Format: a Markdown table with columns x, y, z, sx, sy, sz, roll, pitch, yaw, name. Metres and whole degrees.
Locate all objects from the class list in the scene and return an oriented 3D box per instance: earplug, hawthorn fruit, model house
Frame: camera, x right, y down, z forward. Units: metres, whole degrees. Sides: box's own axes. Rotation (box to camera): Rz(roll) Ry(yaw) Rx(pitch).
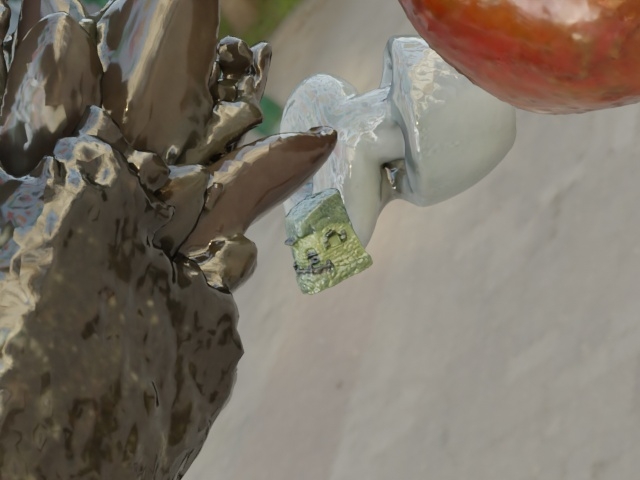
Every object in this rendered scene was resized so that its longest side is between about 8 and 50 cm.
| x | y | z | sx | sy | sz | roll | pitch | yaw | name |
| --- | --- | --- | --- | --- | --- | --- | --- | --- | --- |
| 0.066 | -0.100 | 1.736 | 0.325 | 0.175 | 0.214 | -29 | 65 | 37 | earplug |
| 0.124 | -0.137 | 0.757 | 0.179 | 0.179 | 0.200 | -57 | -21 | -6 | hawthorn fruit |
| 0.000 | 0.000 | 1.583 | 0.078 | 0.083 | 0.066 | -25 | 15 | -14 | model house |

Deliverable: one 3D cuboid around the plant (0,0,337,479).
| x | y | z | sx | sy | sz | roll | pitch | yaw | name |
| --- | --- | --- | --- | --- | --- | --- | --- | --- | --- |
| -0.118 | 0.012 | 0.693 | 0.194 | 0.182 | 0.321 | 0 | 54 | 23 | plant |
